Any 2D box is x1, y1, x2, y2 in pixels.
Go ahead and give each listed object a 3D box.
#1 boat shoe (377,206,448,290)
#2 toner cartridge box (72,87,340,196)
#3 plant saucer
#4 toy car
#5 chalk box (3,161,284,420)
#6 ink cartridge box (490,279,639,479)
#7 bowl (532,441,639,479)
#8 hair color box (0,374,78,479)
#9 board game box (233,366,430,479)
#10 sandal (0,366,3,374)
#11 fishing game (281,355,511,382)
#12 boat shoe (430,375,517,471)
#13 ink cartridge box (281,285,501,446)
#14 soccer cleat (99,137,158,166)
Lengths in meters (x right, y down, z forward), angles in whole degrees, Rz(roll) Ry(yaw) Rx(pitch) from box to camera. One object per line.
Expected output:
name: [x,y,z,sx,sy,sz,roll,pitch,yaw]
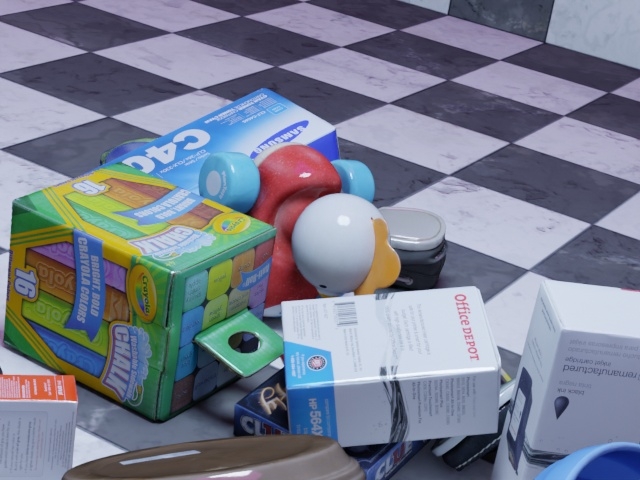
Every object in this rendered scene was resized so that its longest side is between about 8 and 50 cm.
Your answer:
boat shoe: [0.000,0.000,1.802,0.335,0.095,0.112,10,35,13]
toner cartridge box: [-0.159,-0.075,1.767,0.348,0.075,0.165,-29,41,-26]
plant saucer: [-0.100,0.202,1.172,0.277,0.041,0.278,-7,-1,0]
toy car: [-0.001,0.015,1.573,0.219,0.210,0.238,2,19,-40]
chalk box: [-0.169,0.059,1.458,0.289,0.179,0.180,21,26,26]
ink cartridge box: [0.272,0.170,1.298,0.172,0.237,0.100,7,26,-7]
bowl: [0.200,0.317,0.815,0.077,0.391,0.391,-23,5,32]
hair color box: [-0.309,0.172,1.251,0.167,0.093,0.053,3,23,-16]
board game box: [0.049,0.160,1.431,0.165,0.042,0.243,22,36,28]
sandal: [-0.354,0.145,1.361,0.067,0.040,0.179,7,23,-6]
fishing game: [0.091,0.143,1.541,0.264,0.041,0.189,2,23,-15]
boat shoe: [0.241,0.173,1.449,0.302,0.114,0.091,-29,83,-35]
ink cartridge box: [0.066,0.124,1.350,0.203,0.086,0.148,-4,31,-1]
soccer cleat: [-0.178,-0.114,1.973,0.289,0.093,0.121,-6,21,-33]
